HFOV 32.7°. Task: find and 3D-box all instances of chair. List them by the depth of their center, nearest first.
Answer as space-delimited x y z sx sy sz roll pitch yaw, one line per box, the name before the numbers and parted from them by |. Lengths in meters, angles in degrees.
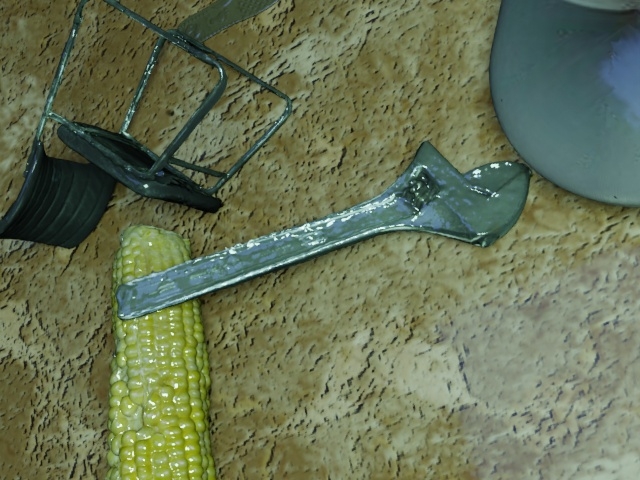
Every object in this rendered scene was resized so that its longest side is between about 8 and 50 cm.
chair | -0.153 -0.062 0.882 0.145 0.140 0.221 34 98 20

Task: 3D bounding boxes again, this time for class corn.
corn | -0.126 0.124 0.838 0.086 0.086 0.288 -15 67 22

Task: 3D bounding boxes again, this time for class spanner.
spanner | 0.000 0.000 0.810 0.325 0.026 0.093 -19 69 5

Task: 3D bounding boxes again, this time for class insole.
insole | -0.073 -0.210 0.963 0.135 0.002 0.045 -27 64 17

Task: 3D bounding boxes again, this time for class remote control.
remote control | 0.234 -0.182 0.744 0.221 0.103 0.332 7 79 30
